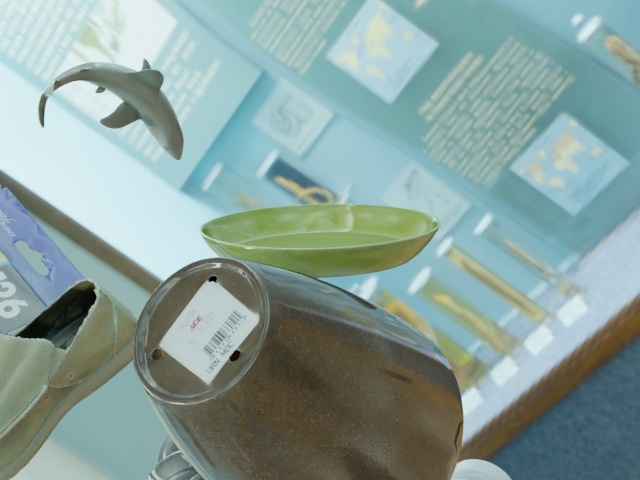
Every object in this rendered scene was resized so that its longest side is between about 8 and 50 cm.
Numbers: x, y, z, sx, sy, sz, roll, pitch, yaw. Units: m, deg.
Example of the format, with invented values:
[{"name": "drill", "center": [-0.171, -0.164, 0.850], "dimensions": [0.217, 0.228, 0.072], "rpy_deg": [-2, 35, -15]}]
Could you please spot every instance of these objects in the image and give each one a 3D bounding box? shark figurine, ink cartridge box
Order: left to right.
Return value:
[{"name": "ink cartridge box", "center": [-0.470, 0.046, 1.284], "dimensions": [0.307, 0.303, 0.072], "rpy_deg": [-28, -37, -30]}, {"name": "shark figurine", "center": [-0.305, -0.239, 1.569], "dimensions": [0.116, 0.278, 0.166], "rpy_deg": [-13, 70, 42]}]

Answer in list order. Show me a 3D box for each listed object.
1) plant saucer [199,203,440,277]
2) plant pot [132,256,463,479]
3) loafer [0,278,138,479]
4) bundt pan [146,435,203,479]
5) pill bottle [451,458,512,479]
[{"name": "plant saucer", "center": [0.000, 0.000, 1.023], "dimensions": [0.241, 0.241, 0.037], "rpy_deg": [-91, -1, -78]}, {"name": "plant pot", "center": [-0.031, 0.109, 0.765], "dimensions": [0.215, 0.215, 0.230], "rpy_deg": [-56, -37, -10]}, {"name": "loafer", "center": [-0.276, 0.128, 0.922], "dimensions": [0.102, 0.092, 0.268], "rpy_deg": [6, 38, 37]}, {"name": "bundt pan", "center": [-0.057, 0.298, 1.226], "dimensions": [0.331, 0.331, 0.124], "rpy_deg": [-67, -17, -59]}, {"name": "pill bottle", "center": [0.137, 0.305, 1.025], "dimensions": [0.108, 0.108, 0.180], "rpy_deg": [-50, -5, 34]}]
